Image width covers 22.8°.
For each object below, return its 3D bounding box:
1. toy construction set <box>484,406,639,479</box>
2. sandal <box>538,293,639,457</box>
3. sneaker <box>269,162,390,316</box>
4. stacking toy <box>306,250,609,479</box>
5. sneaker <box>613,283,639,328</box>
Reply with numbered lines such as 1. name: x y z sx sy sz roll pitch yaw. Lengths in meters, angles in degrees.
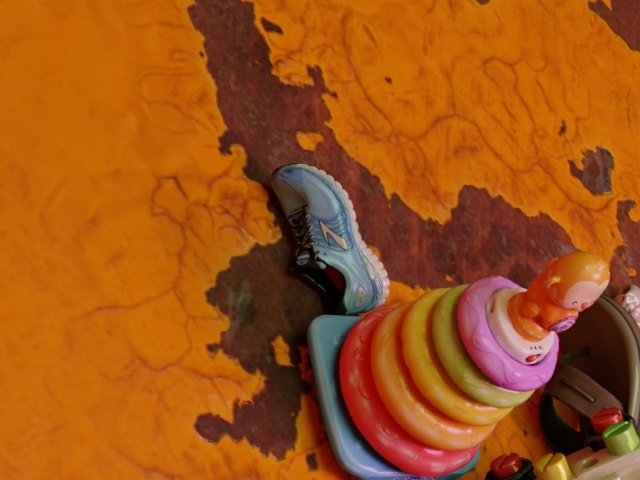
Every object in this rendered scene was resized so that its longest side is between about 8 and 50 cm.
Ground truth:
1. toy construction set: 0.233 0.250 1.374 0.327 0.215 0.151 -10 102 -3
2. sandal: 0.263 0.179 1.554 0.086 0.120 0.303 13 55 -16
3. sneaker: 0.000 0.000 1.485 0.073 0.063 0.162 -27 82 -43
4. stacking toy: 0.142 0.090 1.370 0.175 0.302 0.166 5 60 -38
5. sneaker: 0.336 0.101 1.707 0.070 0.051 0.134 36 43 -14
